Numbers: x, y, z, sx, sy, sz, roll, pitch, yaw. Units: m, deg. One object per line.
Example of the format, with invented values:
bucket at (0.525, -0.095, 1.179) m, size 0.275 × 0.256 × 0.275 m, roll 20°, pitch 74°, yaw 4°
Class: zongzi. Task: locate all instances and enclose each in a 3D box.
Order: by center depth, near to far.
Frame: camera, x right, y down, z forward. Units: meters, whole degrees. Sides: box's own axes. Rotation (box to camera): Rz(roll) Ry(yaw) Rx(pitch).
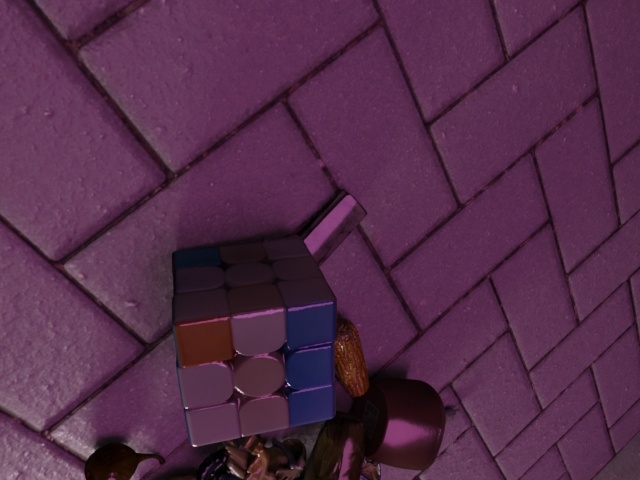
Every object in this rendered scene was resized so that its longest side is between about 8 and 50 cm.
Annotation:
zongzi at (0.033, 0.752, 1.521) m, size 0.174 × 0.393 × 0.356 m, roll 15°, pitch 115°, yaw 4°

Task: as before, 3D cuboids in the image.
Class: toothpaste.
toothpaste at (0.447, 0.719, 1.988) m, size 0.268 × 0.047 × 0.069 m, roll -11°, pitch 135°, yaw -22°

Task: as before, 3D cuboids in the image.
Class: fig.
fig at (-0.522, 0.616, 1.375) m, size 0.236 × 0.124 × 0.124 m, roll 13°, pitch 105°, yaw -48°

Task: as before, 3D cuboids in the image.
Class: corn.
corn at (0.088, 0.372, 1.598) m, size 0.115 × 0.115 × 0.318 m, roll -26°, pitch 124°, yaw -17°

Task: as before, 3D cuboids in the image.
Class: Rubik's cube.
Rubik's cube at (-0.165, 0.222, 1.207) m, size 0.346 × 0.346 × 0.344 m, roll -7°, pitch 115°, yaw -12°

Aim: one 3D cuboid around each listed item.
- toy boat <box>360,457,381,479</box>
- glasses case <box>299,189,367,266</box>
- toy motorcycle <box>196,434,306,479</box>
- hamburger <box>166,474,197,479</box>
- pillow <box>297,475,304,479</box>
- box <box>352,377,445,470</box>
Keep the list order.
toy boat at (0.145, 0.789, 1.783) m, size 0.114 × 0.115 × 0.262 m, roll -32°, pitch 123°, yaw 4°
glasses case at (0.000, 0.000, 1.408) m, size 0.299 × 0.060 × 0.114 m, roll -48°, pitch 125°, yaw -2°
toy motorcycle at (-0.187, 0.704, 1.550) m, size 0.410 × 0.168 × 0.237 m, roll 41°, pitch 78°, yaw -40°
hamburger at (-0.420, 0.847, 1.491) m, size 0.302 × 0.170 × 0.302 m, roll -10°, pitch 117°, yaw -20°
pillow at (-0.012, 0.869, 1.794) m, size 0.208 × 0.055 × 0.141 m, roll -16°, pitch 125°, yaw -22°
box at (0.252, 0.612, 1.698) m, size 0.216 × 0.301 × 0.301 m, roll 17°, pitch 103°, yaw -24°
